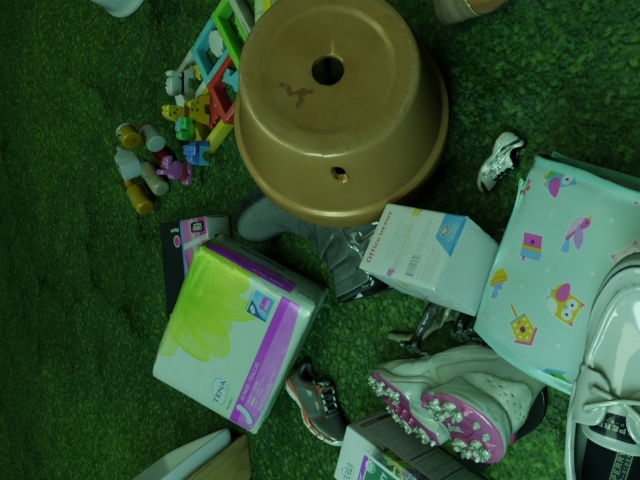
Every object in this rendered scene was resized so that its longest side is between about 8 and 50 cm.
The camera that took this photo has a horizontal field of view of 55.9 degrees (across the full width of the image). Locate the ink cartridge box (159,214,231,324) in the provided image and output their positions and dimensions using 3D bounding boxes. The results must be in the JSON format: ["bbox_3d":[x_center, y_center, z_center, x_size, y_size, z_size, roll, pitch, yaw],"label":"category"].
[{"bbox_3d":[-0.240,0.139,1.215,0.176,0.069,0.370,-7,91,44],"label":"ink cartridge box"}]

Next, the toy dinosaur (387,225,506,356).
[{"bbox_3d":[0.164,0.097,0.792,0.064,0.118,0.268,39,127,-4],"label":"toy dinosaur"}]

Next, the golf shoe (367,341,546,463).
[{"bbox_3d":[0.169,0.191,0.780,0.115,0.140,0.306,56,161,-9],"label":"golf shoe"}]

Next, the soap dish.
[{"bbox_3d":[-0.286,0.494,1.181,0.291,0.229,0.118,-36,85,40],"label":"soap dish"}]

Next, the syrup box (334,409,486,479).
[{"bbox_3d":[0.137,0.344,0.835,0.237,0.096,0.093,26,111,39],"label":"syrup box"}]

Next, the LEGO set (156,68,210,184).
[{"bbox_3d":[-0.269,-0.219,1.149,0.087,0.093,0.227,9,99,44],"label":"LEGO set"}]

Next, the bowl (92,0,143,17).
[{"bbox_3d":[-0.493,-0.667,1.353,0.298,0.134,0.297,5,97,44],"label":"bowl"}]

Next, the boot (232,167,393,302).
[{"bbox_3d":[0.000,0.000,0.936,0.338,0.118,0.222,-29,77,45],"label":"boot"}]

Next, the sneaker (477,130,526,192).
[{"bbox_3d":[0.228,-0.094,0.759,0.037,0.032,0.083,39,119,36],"label":"sneaker"}]

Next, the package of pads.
[{"bbox_3d":[-0.149,0.160,1.039,0.229,0.101,0.296,27,113,9],"label":"package of pads"}]

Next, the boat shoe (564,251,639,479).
[{"bbox_3d":[0.255,0.144,0.509,0.096,0.088,0.267,20,120,35],"label":"boat shoe"}]

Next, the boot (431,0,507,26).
[{"bbox_3d":[0.198,-0.382,0.744,0.152,0.073,0.197,-12,96,45],"label":"boot"}]

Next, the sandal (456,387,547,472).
[{"bbox_3d":[0.227,0.239,0.777,0.067,0.040,0.179,47,123,33],"label":"sandal"}]

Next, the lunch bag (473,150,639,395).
[{"bbox_3d":[0.302,0.048,0.611,0.262,0.160,0.223,27,112,34],"label":"lunch bag"}]

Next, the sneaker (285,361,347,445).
[{"bbox_3d":[0.001,0.264,0.990,0.158,0.061,0.064,45,116,32],"label":"sneaker"}]

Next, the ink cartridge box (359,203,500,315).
[{"bbox_3d":[0.126,0.019,0.733,0.143,0.090,0.092,16,78,51],"label":"ink cartridge box"}]

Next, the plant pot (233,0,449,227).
[{"bbox_3d":[0.021,-0.172,0.745,0.291,0.203,0.290,-1,83,6],"label":"plant pot"}]

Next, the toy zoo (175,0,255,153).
[{"bbox_3d":[-0.205,-0.306,1.167,0.293,0.030,0.192,-43,64,38],"label":"toy zoo"}]

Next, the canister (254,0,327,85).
[{"bbox_3d":[-0.048,-0.329,0.948,0.073,0.126,0.169,-1,91,45],"label":"canister"}]

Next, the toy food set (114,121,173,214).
[{"bbox_3d":[-0.383,-0.176,1.283,0.104,0.111,0.232,50,156,30],"label":"toy food set"}]
